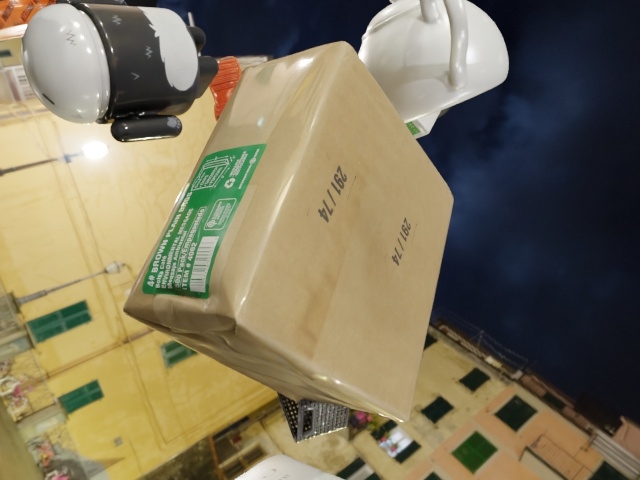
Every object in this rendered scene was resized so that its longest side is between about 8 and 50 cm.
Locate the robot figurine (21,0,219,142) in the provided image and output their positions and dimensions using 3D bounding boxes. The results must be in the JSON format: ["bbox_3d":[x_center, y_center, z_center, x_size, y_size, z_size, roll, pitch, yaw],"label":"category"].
[{"bbox_3d":[-0.304,-0.272,0.745,0.209,0.278,0.174,35,-51,32],"label":"robot figurine"}]

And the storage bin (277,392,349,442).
[{"bbox_3d":[-0.026,0.209,0.764,0.180,0.084,0.122,-121,-153,-49],"label":"storage bin"}]

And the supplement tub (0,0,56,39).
[{"bbox_3d":[-0.519,-0.478,0.687,0.207,0.207,0.338,19,-50,51],"label":"supplement tub"}]

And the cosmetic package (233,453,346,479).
[{"bbox_3d":[-0.025,0.411,0.330,0.393,0.329,0.328,-17,-91,55],"label":"cosmetic package"}]

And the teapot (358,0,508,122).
[{"bbox_3d":[0.153,-0.295,0.735,0.256,0.252,0.187,-9,-70,44],"label":"teapot"}]

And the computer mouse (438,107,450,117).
[{"bbox_3d":[0.293,-0.413,1.203,0.060,0.184,0.262,-99,-149,-41],"label":"computer mouse"}]

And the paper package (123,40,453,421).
[{"bbox_3d":[0.000,0.000,0.551,0.168,0.325,0.309,-4,-34,40],"label":"paper package"}]

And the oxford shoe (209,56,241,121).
[{"bbox_3d":[-0.265,-0.415,1.392,0.098,0.096,0.271,67,17,-65],"label":"oxford shoe"}]

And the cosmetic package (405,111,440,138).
[{"bbox_3d":[0.101,-0.320,1.162,0.197,0.155,0.365,41,-28,-22],"label":"cosmetic package"}]
